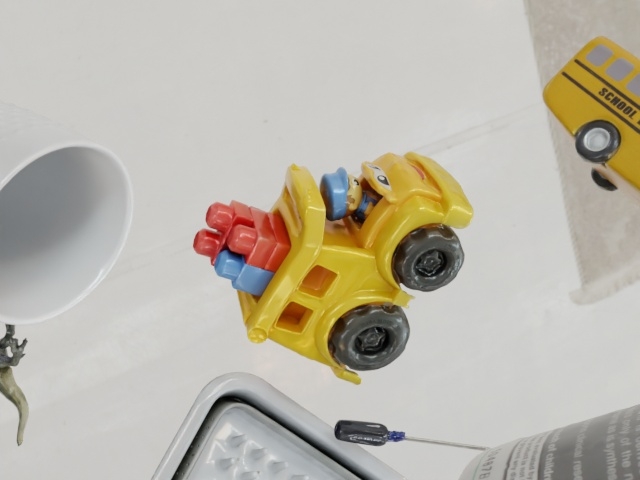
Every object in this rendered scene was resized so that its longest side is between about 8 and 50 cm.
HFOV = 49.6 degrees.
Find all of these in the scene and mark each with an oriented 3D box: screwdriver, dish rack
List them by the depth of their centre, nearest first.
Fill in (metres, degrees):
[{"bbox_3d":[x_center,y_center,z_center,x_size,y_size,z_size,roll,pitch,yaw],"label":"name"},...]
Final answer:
[{"bbox_3d":[-0.032,0.314,0.636,0.333,0.072,0.285,38,53,-14],"label":"dish rack"},{"bbox_3d":[0.094,0.190,0.673,0.170,0.024,0.025,7,77,-18],"label":"screwdriver"}]

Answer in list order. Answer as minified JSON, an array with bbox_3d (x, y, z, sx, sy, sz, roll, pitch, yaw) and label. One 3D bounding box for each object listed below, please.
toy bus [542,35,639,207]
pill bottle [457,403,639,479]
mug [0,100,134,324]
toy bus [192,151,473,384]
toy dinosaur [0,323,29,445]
[{"bbox_3d":[0.401,-0.086,0.785,0.130,0.332,0.108,-46,145,11],"label":"toy bus"},{"bbox_3d":[0.278,0.183,0.412,0.204,0.361,0.204,35,40,-35],"label":"pill bottle"},{"bbox_3d":[-0.514,-0.056,0.967,0.374,0.328,0.276,-31,140,-52],"label":"mug"},{"bbox_3d":[0.000,0.000,0.655,0.211,0.149,0.220,23,113,-25],"label":"toy bus"},{"bbox_3d":[-0.500,0.185,1.076,0.064,0.268,0.118,16,107,-59],"label":"toy dinosaur"}]
